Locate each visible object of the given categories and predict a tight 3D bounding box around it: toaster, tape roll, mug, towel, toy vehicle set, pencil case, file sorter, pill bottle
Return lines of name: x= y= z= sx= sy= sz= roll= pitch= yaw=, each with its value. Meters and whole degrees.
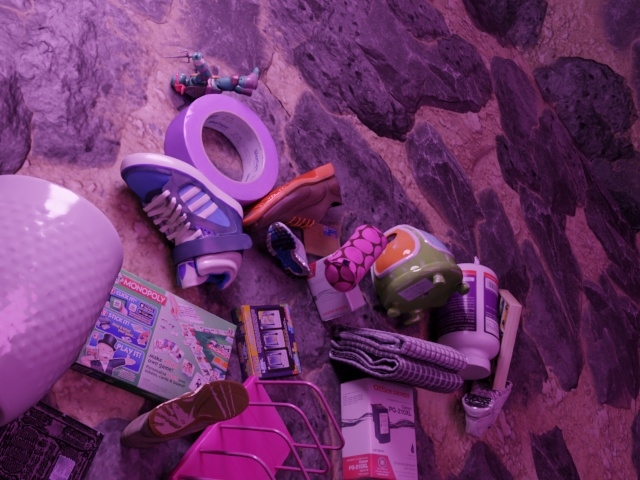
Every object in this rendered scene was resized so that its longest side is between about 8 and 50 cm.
toaster: x=-0.469 y=0.365 z=1.099 sx=0.168 sy=0.110 sz=0.185 roll=38 pitch=48 yaw=-25
tape roll: x=-0.233 y=-0.208 z=1.636 sx=0.275 sy=0.090 sz=0.274 roll=23 pitch=56 yaw=-38
mug: x=-0.538 y=0.097 z=1.048 sx=0.375 sy=0.276 sz=0.328 roll=11 pitch=46 yaw=0
towel: x=0.183 y=0.295 z=1.686 sx=0.235 sy=0.284 sz=0.121 roll=19 pitch=80 yaw=-35
toy vehicle set: x=0.542 y=0.295 z=2.053 sx=0.166 sy=0.035 sz=0.266 roll=-85 pitch=-177 yaw=-79
pencil case: x=0.087 y=0.036 z=1.680 sx=0.098 sy=0.095 sz=0.209 roll=40 pitch=37 yaw=4
file sorter: x=-0.108 y=0.438 z=1.349 sx=0.290 sy=0.182 sz=0.202 roll=-48 pitch=120 yaw=-46
pill bottle: x=0.440 y=0.242 z=2.032 sx=0.182 sy=0.182 sz=0.322 roll=31 pitch=52 yaw=-32

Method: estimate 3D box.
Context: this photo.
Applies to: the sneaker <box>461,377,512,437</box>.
sneaker: x=0.497 y=0.491 z=2.044 sx=0.292 sy=0.110 sz=0.118 roll=-18 pitch=112 yaw=-55

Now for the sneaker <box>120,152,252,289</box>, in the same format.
sneaker: x=-0.294 y=-0.022 z=1.450 sx=0.323 sy=0.130 sz=0.236 roll=32 pitch=47 yaw=-38

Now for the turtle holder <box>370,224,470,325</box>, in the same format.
turtle holder: x=0.282 y=0.083 z=1.910 sx=0.321 sy=0.243 sz=0.227 roll=0 pitch=54 yaw=-36

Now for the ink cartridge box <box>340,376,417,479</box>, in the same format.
ink cartridge box: x=0.144 y=0.471 z=1.679 sx=0.172 sy=0.100 sz=0.237 roll=22 pitch=57 yaw=-38

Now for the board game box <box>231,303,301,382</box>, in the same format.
board game box: x=-0.124 y=0.234 z=1.562 sx=0.141 sy=0.048 sz=0.170 roll=3 pitch=69 yaw=-43

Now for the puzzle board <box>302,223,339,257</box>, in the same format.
puzzle board: x=0.000 y=0.000 z=1.830 sx=0.128 sy=0.011 sz=0.096 roll=16 pitch=59 yaw=-41

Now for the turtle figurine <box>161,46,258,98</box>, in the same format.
turtle figurine: x=-0.276 y=-0.400 z=1.665 sx=0.234 sy=0.175 sz=0.118 roll=4 pitch=104 yaw=-17

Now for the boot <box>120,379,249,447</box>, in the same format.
boot: x=-0.256 y=0.332 z=1.290 sx=0.213 sy=0.165 sz=0.077 roll=-11 pitch=73 yaw=-41

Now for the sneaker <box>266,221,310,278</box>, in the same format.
sneaker: x=-0.081 y=0.011 z=1.681 sx=0.190 sy=0.072 sz=0.082 roll=65 pitch=18 yaw=-45

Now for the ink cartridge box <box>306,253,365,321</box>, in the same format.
ink cartridge box: x=0.033 y=0.117 z=1.732 sx=0.063 sy=0.109 sz=0.150 roll=-16 pitch=83 yaw=-51

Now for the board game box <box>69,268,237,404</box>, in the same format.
board game box: x=-0.324 y=0.210 z=1.371 sx=0.317 sy=0.046 sz=0.213 roll=33 pitch=50 yaw=-31

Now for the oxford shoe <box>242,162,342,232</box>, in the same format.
oxford shoe: x=-0.058 y=-0.084 z=1.720 sx=0.364 sy=0.130 sz=0.132 roll=-33 pitch=100 yaw=-44

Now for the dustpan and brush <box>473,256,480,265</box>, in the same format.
dustpan and brush: x=0.523 y=0.160 z=2.245 sx=0.147 sy=0.060 sz=0.211 roll=-4 pitch=74 yaw=-46
